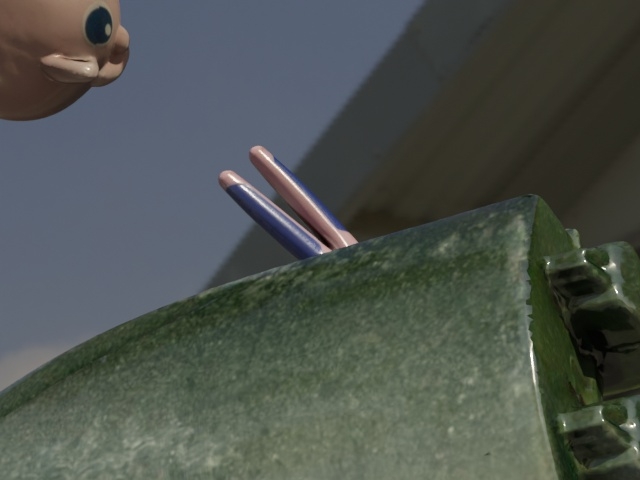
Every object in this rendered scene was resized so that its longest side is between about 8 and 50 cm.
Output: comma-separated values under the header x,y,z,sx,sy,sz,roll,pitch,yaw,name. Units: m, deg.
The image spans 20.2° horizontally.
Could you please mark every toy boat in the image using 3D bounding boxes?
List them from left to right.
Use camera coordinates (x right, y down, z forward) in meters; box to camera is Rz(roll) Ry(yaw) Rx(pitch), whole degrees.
x,y,z,sx,sy,sz,roll,pitch,yaw,name
-0.036,0.085,0.627,0.320,0.141,0.092,-16,-43,19,toy boat

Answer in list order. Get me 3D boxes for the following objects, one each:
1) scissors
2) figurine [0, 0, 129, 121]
x,y,z,sx,sy,sz,roll,pitch,yaw,name
0.000,0.000,0.873,0.039,0.113,0.012,-44,-4,-48,scissors
-0.282,-0.201,1.379,0.288,0.186,0.176,20,19,9,figurine
